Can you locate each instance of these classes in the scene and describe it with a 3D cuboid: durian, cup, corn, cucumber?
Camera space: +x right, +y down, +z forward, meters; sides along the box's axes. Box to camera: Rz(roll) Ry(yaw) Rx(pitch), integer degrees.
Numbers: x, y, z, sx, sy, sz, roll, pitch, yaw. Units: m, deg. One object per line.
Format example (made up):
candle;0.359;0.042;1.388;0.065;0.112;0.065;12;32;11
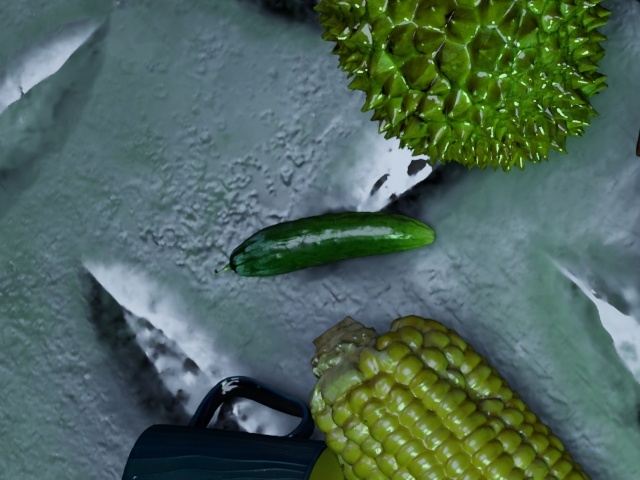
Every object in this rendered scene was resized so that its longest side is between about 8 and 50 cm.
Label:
durian;0.097;-0.170;1.291;0.200;0.176;0.237;-19;70;-5
cup;-0.058;0.183;1.355;0.138;0.150;0.113;6;123;18
corn;0.122;0.182;1.284;0.130;0.130;0.347;-45;79;9
cucumber;0.000;0.000;1.373;0.168;0.039;0.039;-9;84;13

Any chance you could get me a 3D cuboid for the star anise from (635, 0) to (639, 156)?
star anise;0.296;-0.177;1.250;0.292;0.109;0.349;-34;81;-2
